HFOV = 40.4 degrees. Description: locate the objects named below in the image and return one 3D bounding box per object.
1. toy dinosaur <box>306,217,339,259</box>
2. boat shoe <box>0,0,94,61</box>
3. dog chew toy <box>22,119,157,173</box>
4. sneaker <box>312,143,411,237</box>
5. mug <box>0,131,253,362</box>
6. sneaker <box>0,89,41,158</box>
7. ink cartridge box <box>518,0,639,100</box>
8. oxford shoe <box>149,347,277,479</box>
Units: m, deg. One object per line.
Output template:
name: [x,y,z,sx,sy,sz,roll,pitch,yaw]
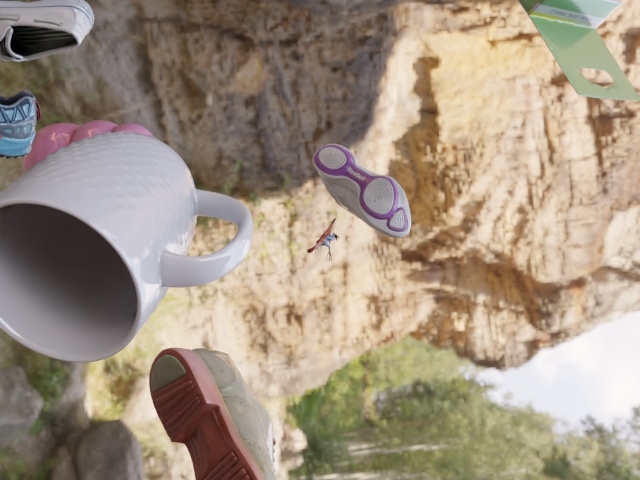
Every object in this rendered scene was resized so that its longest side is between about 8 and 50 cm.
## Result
toy dinosaur: [0.000,0.000,1.842,0.082,0.047,0.090,-5,87,-56]
boat shoe: [-0.434,-0.292,1.230,0.083,0.226,0.075,64,23,-44]
dog chew toy: [-0.530,-0.191,2.044,0.206,0.332,0.206,-10,90,-69]
sneaker: [0.109,-0.106,2.060,0.305,0.114,0.152,46,-12,28]
mug: [-0.287,-0.015,1.329,0.328,0.374,0.276,-64,157,-55]
sneaker: [-0.561,-0.220,1.329,0.104,0.262,0.125,45,-64,51]
ink cartridge box: [0.309,-0.280,1.056,0.056,0.171,0.235,-45,-117,38]
oxford shoe: [-0.101,0.320,1.253,0.140,0.146,0.397,-40,-114,32]
